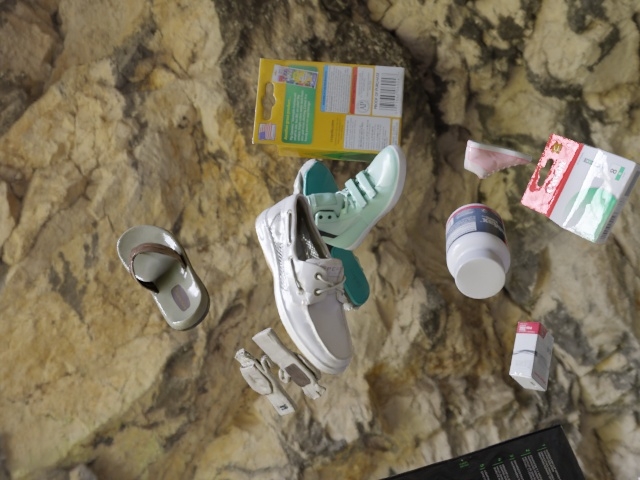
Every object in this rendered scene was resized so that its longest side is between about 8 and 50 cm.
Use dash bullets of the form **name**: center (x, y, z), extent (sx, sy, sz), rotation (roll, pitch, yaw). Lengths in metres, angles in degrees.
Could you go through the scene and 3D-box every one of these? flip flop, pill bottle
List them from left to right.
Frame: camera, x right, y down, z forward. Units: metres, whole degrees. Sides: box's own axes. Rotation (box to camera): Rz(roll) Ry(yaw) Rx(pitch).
- **flip flop**: center (-0.292, 0.053, 1.076), extent (0.112, 0.277, 0.080), rotation (-45, -39, 2)
- **pill bottle**: center (0.276, 0.019, 1.062), extent (0.107, 0.180, 0.108), rotation (5, -60, 8)

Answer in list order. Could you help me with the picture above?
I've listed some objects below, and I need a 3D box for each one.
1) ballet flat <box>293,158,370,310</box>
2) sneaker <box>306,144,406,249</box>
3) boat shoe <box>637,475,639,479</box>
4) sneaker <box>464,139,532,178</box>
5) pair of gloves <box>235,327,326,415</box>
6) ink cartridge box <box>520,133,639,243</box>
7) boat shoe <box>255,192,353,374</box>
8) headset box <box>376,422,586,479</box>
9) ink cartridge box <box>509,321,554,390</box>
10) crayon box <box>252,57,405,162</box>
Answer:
- **ballet flat**: center (0.000, 0.000, 1.524), extent (0.146, 0.147, 0.409), rotation (-22, -73, -8)
- **sneaker**: center (0.059, -0.088, 1.201), extent (0.151, 0.094, 0.256), rotation (10, -55, -35)
- **boat shoe**: center (0.612, 0.397, 0.887), extent (0.340, 0.158, 0.127), rotation (8, -37, -33)
- **sneaker**: center (0.349, -0.154, 1.204), extent (0.134, 0.051, 0.070), rotation (10, -74, -7)
- **pair of gloves**: center (-0.097, 0.307, 1.416), extent (0.042, 0.204, 0.240), rotation (-47, 1, -41)
- **ink cartridge box**: center (0.551, -0.120, 1.313), extent (0.056, 0.224, 0.181), rotation (4, -67, -44)
- **boat shoe**: center (-0.011, 0.056, 0.884), extent (0.096, 0.277, 0.098), rotation (-36, -22, 33)
- **headset box**: center (0.168, 0.346, 0.610), extent (0.282, 0.246, 0.131), rotation (-10, -26, -20)
- **ink cartridge box**: center (0.500, 0.273, 1.425), extent (0.056, 0.135, 0.099), rotation (-4, -33, 41)
- **crayon box**: center (0.020, -0.289, 1.354), extent (0.322, 0.203, 0.083), rotation (4, -9, 0)
